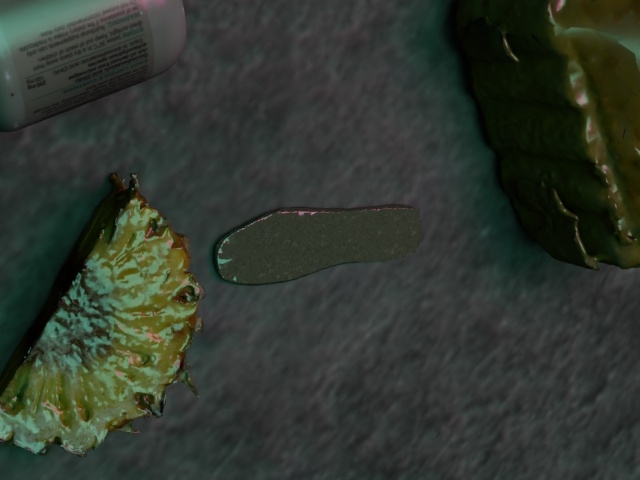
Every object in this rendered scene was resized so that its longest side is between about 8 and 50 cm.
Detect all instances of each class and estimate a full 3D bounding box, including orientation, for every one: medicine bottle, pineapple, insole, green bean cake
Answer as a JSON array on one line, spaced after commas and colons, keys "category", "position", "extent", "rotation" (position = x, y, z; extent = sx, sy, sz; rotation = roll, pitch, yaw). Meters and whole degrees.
[{"category": "medicine bottle", "position": [-0.216, -0.149, 0.986], "extent": [0.215, 0.135, 0.135], "rotation": [-24, 107, -20]}, {"category": "pineapple", "position": [-0.152, 0.074, 1.084], "extent": [0.135, 0.079, 0.233], "rotation": [28, 91, -17]}, {"category": "insole", "position": [0.000, 0.000, 1.178], "extent": [0.192, 0.010, 0.063], "rotation": [-8, 102, -25]}, {"category": "green bean cake", "position": [0.302, -0.143, 1.196], "extent": [0.310, 0.202, 0.285], "rotation": [-31, 111, -18]}]
